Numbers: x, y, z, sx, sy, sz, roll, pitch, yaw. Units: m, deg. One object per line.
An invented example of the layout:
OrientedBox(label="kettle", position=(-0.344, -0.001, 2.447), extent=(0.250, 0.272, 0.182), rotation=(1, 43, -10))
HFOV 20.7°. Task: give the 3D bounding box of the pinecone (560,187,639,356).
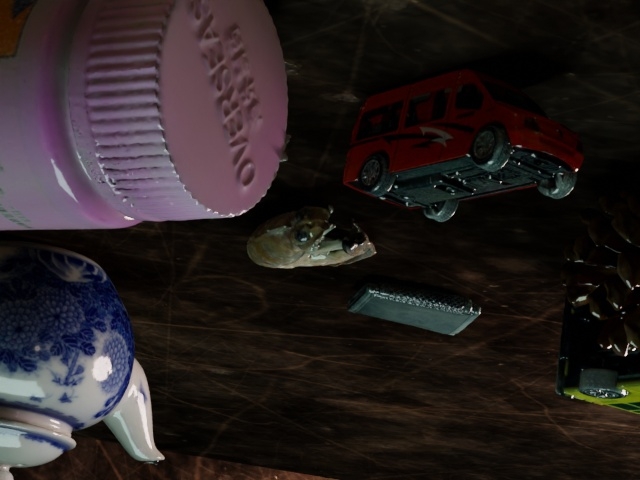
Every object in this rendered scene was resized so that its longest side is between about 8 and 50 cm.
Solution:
OrientedBox(label="pinecone", position=(0.293, 0.026, 1.437), extent=(0.195, 0.149, 0.179), rotation=(1, 169, 34))

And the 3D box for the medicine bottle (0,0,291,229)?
OrientedBox(label="medicine bottle", position=(-0.186, -0.095, 1.209), extent=(0.291, 0.178, 0.178), rotation=(-1, 161, 29))

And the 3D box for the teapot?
OrientedBox(label="teapot", position=(-0.340, 0.150, 1.945), extent=(0.424, 0.280, 0.252), rotation=(21, 158, -34))

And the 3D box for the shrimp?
OrientedBox(label="shrimp", position=(0.000, 0.000, 1.679), extent=(0.126, 0.047, 0.223), rotation=(5, 170, -11))

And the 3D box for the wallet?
OrientedBox(label="wallet", position=(0.101, 0.070, 1.900), extent=(0.129, 0.026, 0.088), rotation=(13, 159, -12))

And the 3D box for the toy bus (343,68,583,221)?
OrientedBox(label="toy bus", position=(0.107, -0.074, 1.288), extent=(0.081, 0.089, 0.195), rotation=(20, 161, -35))

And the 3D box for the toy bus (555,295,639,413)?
OrientedBox(label="toy bus", position=(0.362, 0.094, 1.672), extent=(0.150, 0.128, 0.262), rotation=(18, 163, -33))
